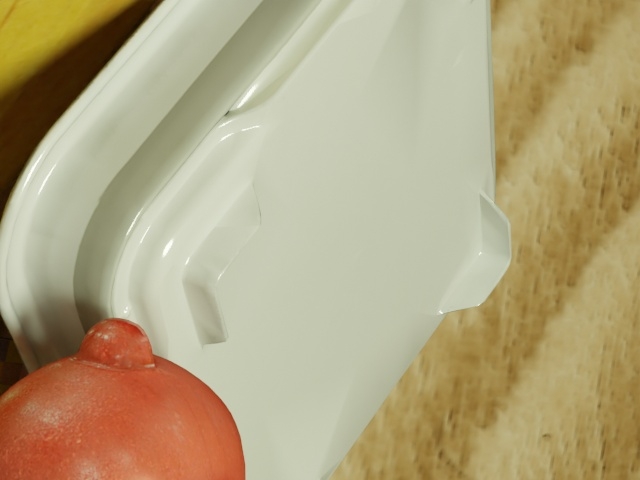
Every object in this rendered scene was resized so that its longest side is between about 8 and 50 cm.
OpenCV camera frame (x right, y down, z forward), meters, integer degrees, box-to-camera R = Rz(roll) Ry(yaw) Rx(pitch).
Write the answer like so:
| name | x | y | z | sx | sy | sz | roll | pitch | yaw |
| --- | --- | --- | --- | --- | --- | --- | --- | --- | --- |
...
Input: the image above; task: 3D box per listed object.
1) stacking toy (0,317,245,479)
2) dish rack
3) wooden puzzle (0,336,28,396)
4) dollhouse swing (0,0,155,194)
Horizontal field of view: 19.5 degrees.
| name | x | y | z | sx | sy | sz | roll | pitch | yaw |
| --- | --- | --- | --- | --- | --- | --- | --- | --- | --- |
| stacking toy | -0.111 | 0.161 | 0.729 | 0.309 | 0.130 | 0.279 | -36 | 163 | 14 |
| dish rack | 0.000 | 0.000 | 0.799 | 0.285 | 0.072 | 0.333 | -52 | 154 | -24 |
| wooden puzzle | -0.138 | 0.068 | 0.810 | 0.049 | 0.006 | 0.083 | 13 | 89 | -46 |
| dollhouse swing | -0.226 | -0.233 | 0.619 | 0.347 | 0.305 | 0.315 | 7 | 135 | -47 |
